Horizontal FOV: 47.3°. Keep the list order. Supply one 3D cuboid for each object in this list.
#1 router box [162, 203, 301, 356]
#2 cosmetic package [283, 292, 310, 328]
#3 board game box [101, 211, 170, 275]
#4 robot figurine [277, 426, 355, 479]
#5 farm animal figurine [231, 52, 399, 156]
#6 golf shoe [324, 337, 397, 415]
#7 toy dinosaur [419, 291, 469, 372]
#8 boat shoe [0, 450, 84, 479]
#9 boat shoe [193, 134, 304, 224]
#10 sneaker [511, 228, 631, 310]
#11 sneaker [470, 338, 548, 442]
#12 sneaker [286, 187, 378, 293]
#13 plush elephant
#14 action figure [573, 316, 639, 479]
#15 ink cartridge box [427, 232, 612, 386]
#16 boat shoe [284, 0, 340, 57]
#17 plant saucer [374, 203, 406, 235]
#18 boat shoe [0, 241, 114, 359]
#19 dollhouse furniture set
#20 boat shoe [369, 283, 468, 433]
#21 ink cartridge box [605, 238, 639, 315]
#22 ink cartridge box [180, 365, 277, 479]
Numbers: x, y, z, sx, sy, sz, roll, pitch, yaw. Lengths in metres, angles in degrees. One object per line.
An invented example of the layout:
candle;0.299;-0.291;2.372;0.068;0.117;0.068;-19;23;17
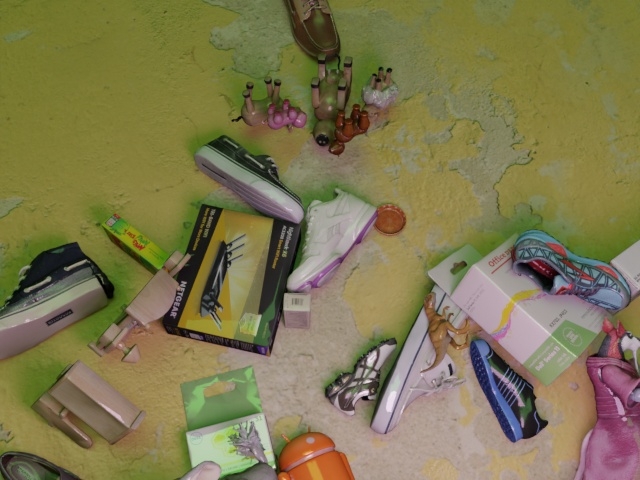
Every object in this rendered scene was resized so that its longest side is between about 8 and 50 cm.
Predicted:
router box;-0.195;0.087;1.669;0.243;0.081;0.309;12;65;4
cosmetic package;-0.051;0.157;1.620;0.060;0.115;0.041;3;64;-1
board game box;-0.417;0.019;1.690;0.181;0.092;0.043;35;70;14
robot figurine;-0.007;0.480;1.460;0.158;0.128;0.219;-22;67;-11
farm animal figurine;-0.008;-0.329;1.837;0.330;0.172;0.327;22;53;17
golf shoe;0.105;0.296;1.587;0.198;0.077;0.094;-41;78;-9
toy dinosaur;0.253;0.204;1.516;0.112;0.064;0.211;-1;44;3
boat shoe;-0.524;0.507;1.455;0.285;0.092;0.103;28;67;12
boat shoe;-0.156;-0.162;1.758;0.335;0.121;0.119;35;69;21
sneaker;0.515;0.088;1.532;0.262;0.104;0.125;28;45;14
sneaker;0.405;0.314;1.581;0.090;0.081;0.232;-18;73;-13
sneaker;0.000;0.000;1.699;0.152;0.114;0.305;37;59;8
plush elephant;-0.191;0.517;1.345;0.255;0.272;0.330;-15;64;-20
action figure;0.609;0.342;1.499;0.276;0.248;0.370;-13;81;21
ink cartridge box;0.434;0.120;1.609;0.353;0.119;0.207;43;44;17
boat shoe;-0.034;-0.638;1.998;0.123;0.116;0.324;-21;67;-11
plant saucer;0.167;-0.049;1.780;0.083;0.013;0.083;1;65;-1
boat shoe;-0.645;0.133;1.627;0.340;0.127;0.158;-26;61;-21
dollhouse furniture set;-0.397;0.240;1.567;0.174;0.303;0.355;44;42;-10
boat shoe;0.241;0.274;1.574;0.156;0.136;0.367;27;57;8
ink cartridge box;0.689;0.078;1.623;0.153;0.208;0.087;-32;69;-16
ink cartridge box;-0.199;0.389;1.542;0.171;0.056;0.235;-13;68;-7
